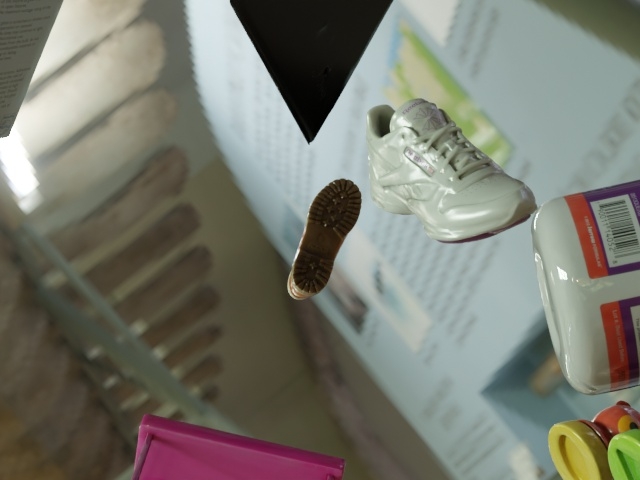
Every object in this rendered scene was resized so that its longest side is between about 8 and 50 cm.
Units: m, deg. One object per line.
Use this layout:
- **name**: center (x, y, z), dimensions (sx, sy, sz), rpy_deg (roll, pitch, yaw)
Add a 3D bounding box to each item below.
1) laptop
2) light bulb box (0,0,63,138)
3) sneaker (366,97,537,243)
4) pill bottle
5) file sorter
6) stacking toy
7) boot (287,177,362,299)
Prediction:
- **laptop**: center (-0.036, -0.388, 1.932), dimensions (0.236, 0.408, 0.382), rpy_deg (-28, -22, 1)
- **light bulb box**: center (-0.556, -0.367, 2.417), dimensions (0.225, 0.358, 0.361), rpy_deg (-21, -39, -60)
- **sneaker**: center (0.144, -0.088, 2.170), dimensions (0.114, 0.152, 0.305), rpy_deg (-25, 26, -27)
- **pill bottle**: center (0.359, 0.021, 1.572), dimensions (0.323, 0.181, 0.181), rpy_deg (-12, -10, 2)
- **file sorter**: center (-0.109, 0.355, 1.719), dimensions (0.182, 0.202, 0.290), rpy_deg (-74, -4, -57)
- **stacking toy**: center (0.484, 0.367, 2.498), dimensions (0.130, 0.309, 0.279), rpy_deg (-25, -1, -23)
- **boot**: center (0.000, 0.000, 2.160), dimensions (0.084, 0.059, 0.158), rpy_deg (120, 175, -73)
